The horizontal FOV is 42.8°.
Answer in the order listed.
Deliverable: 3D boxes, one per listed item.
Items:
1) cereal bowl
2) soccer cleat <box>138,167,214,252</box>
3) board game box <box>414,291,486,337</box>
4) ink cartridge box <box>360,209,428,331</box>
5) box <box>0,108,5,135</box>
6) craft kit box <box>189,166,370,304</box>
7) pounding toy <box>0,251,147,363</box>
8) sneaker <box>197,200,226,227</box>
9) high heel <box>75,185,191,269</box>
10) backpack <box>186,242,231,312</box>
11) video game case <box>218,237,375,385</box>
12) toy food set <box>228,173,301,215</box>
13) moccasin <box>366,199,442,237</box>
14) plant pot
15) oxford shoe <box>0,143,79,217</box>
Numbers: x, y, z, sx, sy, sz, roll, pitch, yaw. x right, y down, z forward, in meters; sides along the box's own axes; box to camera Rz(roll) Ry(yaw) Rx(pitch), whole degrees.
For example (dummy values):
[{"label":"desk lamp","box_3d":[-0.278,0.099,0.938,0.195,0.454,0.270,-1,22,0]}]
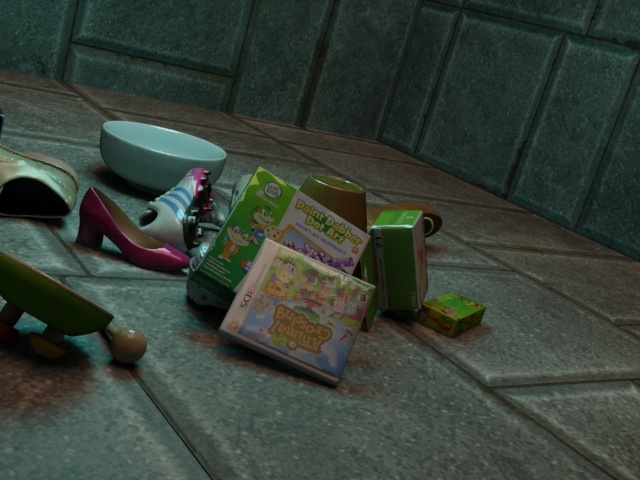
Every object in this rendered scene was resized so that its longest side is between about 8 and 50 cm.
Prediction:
[{"label":"cereal bowl","box_3d":[-0.428,-0.206,2.180,0.339,0.141,0.339,16,14,-4]},{"label":"soccer cleat","box_3d":[-0.322,-0.077,1.809,0.143,0.116,0.331,-3,26,3]},{"label":"board game box","box_3d":[0.290,0.162,1.810,0.092,0.043,0.181,25,17,26]},{"label":"ink cartridge box","box_3d":[0.155,0.060,1.691,0.097,0.188,0.255,-2,17,15]},{"label":"box","box_3d":[-0.893,-0.261,1.803,0.313,0.178,0.343,9,16,-29]},{"label":"craft kit box","box_3d":[-0.066,0.030,1.463,0.250,0.061,0.246,32,57,-8]},{"label":"pounding toy","box_3d":[-0.385,0.121,1.170,0.183,0.110,0.237,16,-19,45]},{"label":"sneaker","box_3d":[-0.267,-0.048,1.974,0.069,0.098,0.038,-31,21,-1]},{"label":"high heel","box_3d":[-0.364,-0.022,1.623,0.244,0.117,0.082,18,15,7]},{"label":"backpack","box_3d":[-0.159,0.070,1.519,0.182,0.115,0.152,5,21,-26]},{"label":"video game case","box_3d":[-0.035,0.116,1.370,0.213,0.193,0.023,24,-30,1]},{"label":"toy food set","box_3d":[-0.091,-0.069,2.192,0.306,0.092,0.219,13,27,-8]},{"label":"moccasin","box_3d":[0.226,-0.036,2.293,0.380,0.139,0.147,3,33,-51]},{"label":"plant pot","box_3d":[0.000,0.000,1.678,0.237,0.254,0.237,15,16,-4]},{"label":"oxford shoe","box_3d":[-0.688,-0.132,1.648,0.397,0.140,0.146,8,24,-21]}]
